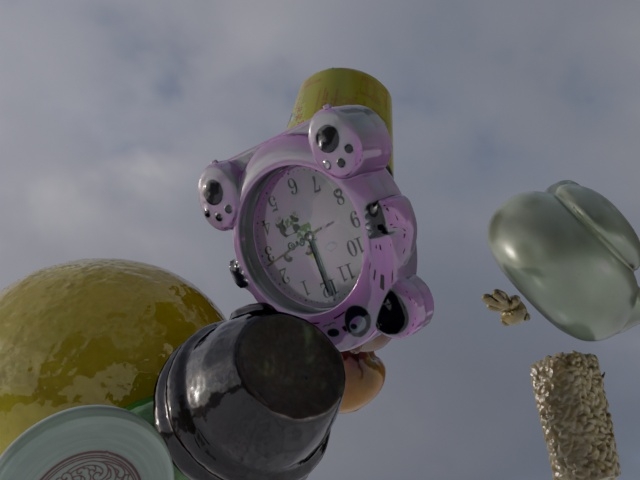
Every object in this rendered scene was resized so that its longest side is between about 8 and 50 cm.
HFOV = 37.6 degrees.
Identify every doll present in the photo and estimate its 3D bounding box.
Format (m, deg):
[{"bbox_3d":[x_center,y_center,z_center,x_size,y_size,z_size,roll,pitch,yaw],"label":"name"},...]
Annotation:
[{"bbox_3d":[0.313,0.113,1.585,0.061,0.051,0.093,-22,-24,35],"label":"doll"}]

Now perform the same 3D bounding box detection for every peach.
[{"bbox_3d":[0.026,0.198,1.442,0.138,0.138,0.138,-11,-26,-5],"label":"peach"}]

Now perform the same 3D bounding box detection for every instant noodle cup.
[{"bbox_3d":[0.026,-0.127,1.420,0.215,0.236,0.215,7,-30,4],"label":"instant noodle cup"}]

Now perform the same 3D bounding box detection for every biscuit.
[{"bbox_3d":[0.311,0.218,1.150,0.070,0.169,0.082,11,-26,-40],"label":"biscuit"}]

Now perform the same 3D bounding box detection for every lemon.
[{"bbox_3d":[-0.258,0.179,1.114,0.348,0.348,0.348,-11,-26,-5],"label":"lemon"}]

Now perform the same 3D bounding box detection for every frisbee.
[{"bbox_3d":[-0.131,0.143,0.514,0.110,0.110,0.014,6,11,-35],"label":"frisbee"}]

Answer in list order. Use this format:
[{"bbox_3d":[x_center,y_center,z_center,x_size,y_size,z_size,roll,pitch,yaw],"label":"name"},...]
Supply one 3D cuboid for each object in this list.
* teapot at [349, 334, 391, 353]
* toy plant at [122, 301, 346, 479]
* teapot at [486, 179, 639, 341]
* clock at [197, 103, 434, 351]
[{"bbox_3d":[0.052,0.085,1.132,0.116,0.116,0.173,2,-27,-28],"label":"teapot"},{"bbox_3d":[-0.092,0.174,0.894,0.218,0.175,0.235,1,-36,-38],"label":"toy plant"},{"bbox_3d":[0.299,-0.007,1.189,0.149,0.318,0.220,-43,-57,12],"label":"teapot"},{"bbox_3d":[0.000,0.000,0.998,0.227,0.248,0.090,-22,-1,35],"label":"clock"}]
